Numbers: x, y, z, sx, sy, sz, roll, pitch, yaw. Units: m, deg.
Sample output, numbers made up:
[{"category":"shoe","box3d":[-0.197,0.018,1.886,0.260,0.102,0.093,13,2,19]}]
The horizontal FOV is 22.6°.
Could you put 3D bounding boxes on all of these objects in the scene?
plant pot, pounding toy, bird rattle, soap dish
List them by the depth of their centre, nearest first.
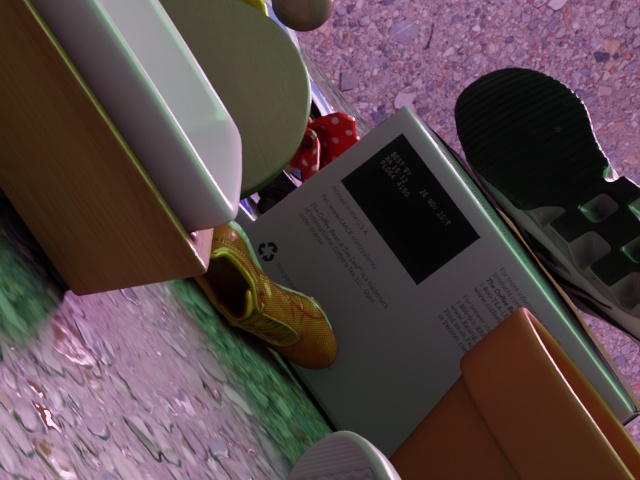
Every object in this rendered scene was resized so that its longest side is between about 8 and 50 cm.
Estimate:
[{"category":"soap dish","box3d":[-0.152,-0.099,1.035,0.229,0.118,0.291,57,7,-14]},{"category":"plant pot","box3d":[0.150,0.222,1.140,0.291,0.203,0.291,51,9,-11]},{"category":"pounding toy","box3d":[-0.093,-0.118,1.307,0.183,0.237,0.110,14,-22,4]},{"category":"bird rattle","box3d":[-0.058,-0.148,1.798,0.253,0.143,0.207,43,-19,-12]}]

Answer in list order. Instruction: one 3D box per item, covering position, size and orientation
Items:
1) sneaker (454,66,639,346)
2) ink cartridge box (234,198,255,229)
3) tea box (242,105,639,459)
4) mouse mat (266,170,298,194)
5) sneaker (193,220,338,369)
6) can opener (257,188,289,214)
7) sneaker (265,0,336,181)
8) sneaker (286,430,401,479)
[{"category":"sneaker","box3d":[0.227,-0.017,1.441,0.330,0.122,0.146,57,-9,36]},{"category":"ink cartridge box","box3d":[-0.151,-0.116,1.457,0.208,0.045,0.206,51,7,-29]},{"category":"tea box","box3d":[0.116,0.087,1.484,0.329,0.220,0.323,55,9,13]},{"category":"mouse mat","box3d":[-0.100,-0.105,1.602,0.152,0.007,0.189,48,-12,-21]},{"category":"sneaker","box3d":[-0.052,0.056,1.287,0.175,0.064,0.067,43,31,-28]},{"category":"can opener","box3d":[0.000,0.000,1.794,0.186,0.073,0.059,37,17,-30]},{"category":"sneaker","box3d":[-0.071,-0.219,2.102,0.330,0.129,0.147,53,5,2]},{"category":"sneaker","box3d":[0.061,0.239,0.927,0.151,0.094,0.256,33,30,-53]}]
